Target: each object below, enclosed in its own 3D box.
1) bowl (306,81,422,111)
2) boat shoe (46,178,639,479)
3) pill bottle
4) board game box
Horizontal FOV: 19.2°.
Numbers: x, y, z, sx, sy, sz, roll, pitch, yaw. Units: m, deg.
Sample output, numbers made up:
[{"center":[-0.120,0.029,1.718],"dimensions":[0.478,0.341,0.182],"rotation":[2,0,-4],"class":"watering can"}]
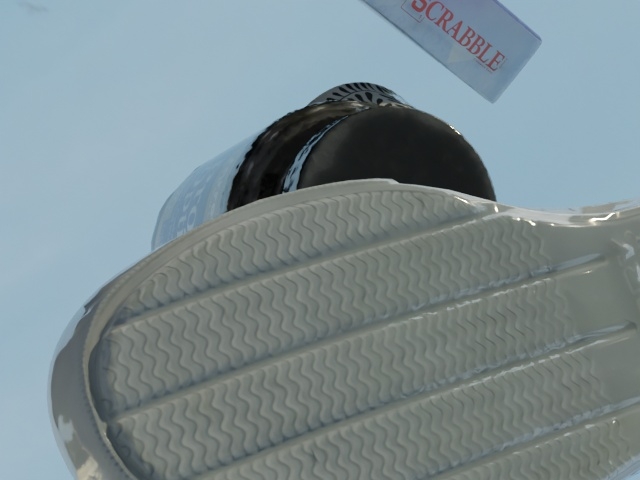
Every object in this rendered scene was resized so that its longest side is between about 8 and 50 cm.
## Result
[{"center":[0.052,-0.026,1.335],"dimensions":[0.080,0.170,0.170],"rotation":[7,-98,49],"class":"bowl"},{"center":[0.051,0.042,0.566],"dimensions":[0.094,0.302,0.109],"rotation":[-36,-114,51],"class":"boat shoe"},{"center":[0.000,0.000,0.905],"dimensions":[0.122,0.219,0.123],"rotation":[2,-98,-18],"class":"pill bottle"},{"center":[-0.026,-0.261,1.392],"dimensions":[0.066,0.318,0.318],"rotation":[-51,-135,6],"class":"board game box"}]
